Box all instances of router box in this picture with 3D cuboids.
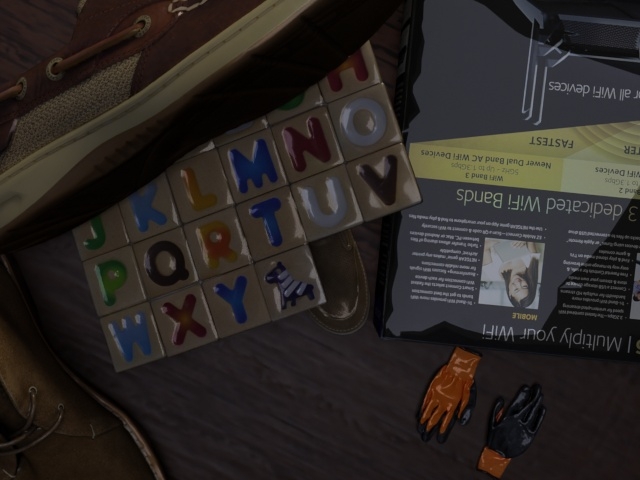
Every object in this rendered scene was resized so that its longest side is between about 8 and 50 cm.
[{"bbox_3d":[0.199,-0.043,0.703,0.308,0.081,0.243,6,92,-1],"label":"router box"}]

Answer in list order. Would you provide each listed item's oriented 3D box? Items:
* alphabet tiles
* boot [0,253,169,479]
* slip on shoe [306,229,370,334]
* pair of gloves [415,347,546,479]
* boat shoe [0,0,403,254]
[{"bbox_3d":[-0.061,-0.041,0.692,0.237,0.009,0.198,-20,85,17],"label":"alphabet tiles"},{"bbox_3d":[-0.195,0.122,0.690,0.112,0.115,0.305,-33,93,-1],"label":"boot"},{"bbox_3d":[0.000,0.000,0.722,0.051,0.041,0.135,-12,92,0],"label":"slip on shoe"},{"bbox_3d":[0.112,0.121,0.744,0.083,0.010,0.074,29,91,-2],"label":"pair of gloves"},{"bbox_3d":[-0.100,-0.117,0.639,0.342,0.123,0.123,-30,83,22],"label":"boat shoe"}]
